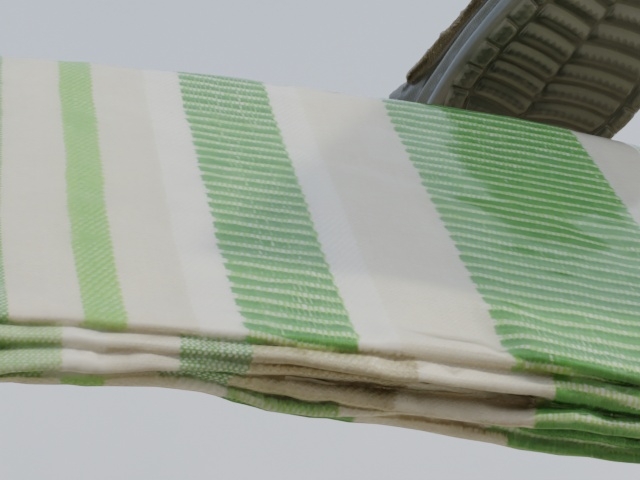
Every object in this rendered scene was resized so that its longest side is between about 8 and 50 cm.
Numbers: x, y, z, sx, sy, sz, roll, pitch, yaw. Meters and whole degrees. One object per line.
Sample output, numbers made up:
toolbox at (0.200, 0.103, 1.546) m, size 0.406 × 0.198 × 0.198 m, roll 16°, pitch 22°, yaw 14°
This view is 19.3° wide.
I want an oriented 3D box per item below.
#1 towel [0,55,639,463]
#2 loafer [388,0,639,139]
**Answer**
towel at (0.000, 0.000, 0.656) m, size 0.325 × 0.248 × 0.038 m, roll 5°, pitch -65°, yaw -12°
loafer at (0.068, -0.060, 0.856) m, size 0.094 × 0.087 × 0.251 m, roll 21°, pitch -58°, yaw -30°
